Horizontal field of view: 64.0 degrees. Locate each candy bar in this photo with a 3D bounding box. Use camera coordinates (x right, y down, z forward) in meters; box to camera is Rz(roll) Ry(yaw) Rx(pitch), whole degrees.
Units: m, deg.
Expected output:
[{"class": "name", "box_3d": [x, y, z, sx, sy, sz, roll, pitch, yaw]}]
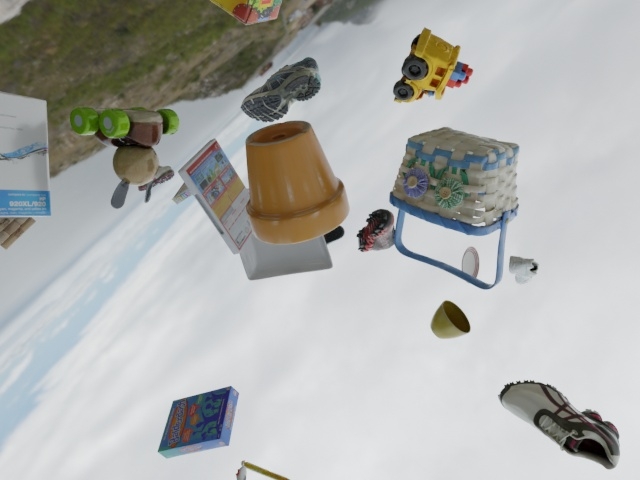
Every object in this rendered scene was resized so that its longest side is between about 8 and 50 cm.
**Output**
[{"class": "candy bar", "box_3d": [-0.141, 0.629, 1.382, 0.040, 0.162, 0.018, 121, -7, -60]}]

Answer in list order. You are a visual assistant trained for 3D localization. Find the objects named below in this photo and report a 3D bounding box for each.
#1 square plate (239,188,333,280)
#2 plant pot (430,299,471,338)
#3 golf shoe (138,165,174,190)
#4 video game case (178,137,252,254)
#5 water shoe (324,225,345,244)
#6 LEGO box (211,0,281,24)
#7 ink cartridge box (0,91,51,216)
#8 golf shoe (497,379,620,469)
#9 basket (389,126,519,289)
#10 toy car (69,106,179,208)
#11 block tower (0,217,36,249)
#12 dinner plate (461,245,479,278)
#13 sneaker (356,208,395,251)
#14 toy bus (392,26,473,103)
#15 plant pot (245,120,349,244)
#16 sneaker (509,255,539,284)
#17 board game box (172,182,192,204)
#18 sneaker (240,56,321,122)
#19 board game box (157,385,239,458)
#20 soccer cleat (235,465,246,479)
[{"class": "square plate", "box_3d": [-0.152, -0.039, 1.822, 0.348, 0.343, 0.049, -10, -165, 22]}, {"class": "plant pot", "box_3d": [0.437, 0.288, 1.771, 0.095, 0.134, 0.134, -46, -168, 30]}, {"class": "golf shoe", "box_3d": [-0.511, -0.204, 1.548, 0.186, 0.085, 0.068, -9, -166, 43]}, {"class": "video game case", "box_3d": [-0.276, -0.128, 1.472, 0.025, 0.285, 0.204, -16, -152, 27]}, {"class": "water shoe", "box_3d": [0.000, 0.000, 2.025, 0.203, 0.072, 0.080, -18, 179, -8]}, {"class": "LEGO box", "box_3d": [-0.344, -1.066, 1.801, 0.193, 0.500, 0.372, -39, 162, -46]}, {"class": "ink cartridge box", "box_3d": [-0.644, -0.159, 0.987, 0.171, 0.232, 0.168, 1, -177, 38]}, {"class": "golf shoe", "box_3d": [0.542, 0.410, 1.161, 0.120, 0.273, 0.105, -34, 144, -65]}, {"class": "basket", "box_3d": [0.259, -0.068, 1.026, 0.201, 0.288, 0.255, -27, -145, -37]}, {"class": "toy car", "box_3d": [-0.369, -0.160, 0.989, 0.149, 0.188, 0.155, 10, -163, 27]}, {"class": "block tower", "box_3d": [-0.774, -0.126, 1.086, 0.097, 0.335, 0.091, -53, -155, -21]}, {"class": "dinner plate", "box_3d": [0.562, 0.092, 1.931, 0.017, 0.141, 0.141, 3, -134, 44]}, {"class": "sneaker", "box_3d": [0.225, -0.036, 1.832, 0.276, 0.135, 0.097, 117, -29, -64]}, {"class": "toy bus", "box_3d": [0.354, -0.515, 1.599, 0.220, 0.212, 0.149, 113, -2, -56]}, {"class": "plant pot", "box_3d": [-0.060, -0.124, 1.002, 0.205, 0.187, 0.205, -11, -151, 6]}, {"class": "sneaker", "box_3d": [0.520, 0.078, 1.289, 0.061, 0.152, 0.053, -1, -108, 32]}, {"class": "board game box", "box_3d": [-0.428, -0.196, 1.720, 0.104, 0.026, 0.154, -24, -148, 36]}, {"class": "sneaker", "box_3d": [-0.116, -0.455, 1.542, 0.283, 0.110, 0.122, -17, -126, 28]}, {"class": "board game box", "box_3d": [-0.338, 0.505, 1.426, 0.210, 0.047, 0.160, -20, -143, 20]}, {"class": "soccer cleat", "box_3d": [-0.186, 0.575, 1.207, 0.036, 0.029, 0.083, 15, -90, 47]}]
